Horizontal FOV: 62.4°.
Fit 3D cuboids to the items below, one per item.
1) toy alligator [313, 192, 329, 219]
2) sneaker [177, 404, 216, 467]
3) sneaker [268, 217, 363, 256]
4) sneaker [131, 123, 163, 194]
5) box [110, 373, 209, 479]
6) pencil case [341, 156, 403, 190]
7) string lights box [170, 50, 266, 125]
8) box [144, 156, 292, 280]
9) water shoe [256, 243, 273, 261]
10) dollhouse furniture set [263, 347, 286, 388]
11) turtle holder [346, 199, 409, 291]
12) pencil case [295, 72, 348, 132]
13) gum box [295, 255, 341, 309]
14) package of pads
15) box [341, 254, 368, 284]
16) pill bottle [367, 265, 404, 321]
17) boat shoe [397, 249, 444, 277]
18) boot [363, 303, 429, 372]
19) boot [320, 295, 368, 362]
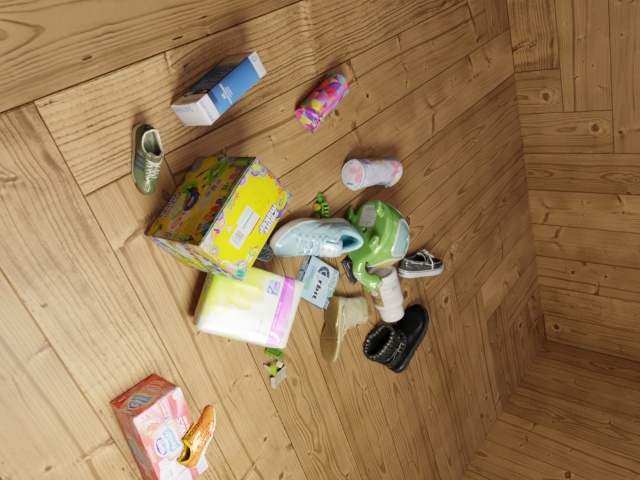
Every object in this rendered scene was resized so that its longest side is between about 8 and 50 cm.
[{"bbox_3d":[0.009,-0.079,1.959,0.056,0.051,0.189,-6,101,-46],"label":"toy alligator"},{"bbox_3d":[-0.342,0.545,1.473,0.067,0.064,0.175,30,70,-36],"label":"sneaker"},{"bbox_3d":[0.000,0.000,1.855,0.366,0.150,0.135,-14,124,-35],"label":"sneaker"},{"bbox_3d":[-0.457,-0.214,1.410,0.064,0.086,0.192,-13,106,-45],"label":"sneaker"},{"bbox_3d":[-0.454,0.557,1.505,0.154,0.142,0.299,-33,119,-39],"label":"box"},{"bbox_3d":[0.206,-0.268,2.095,0.273,0.113,0.124,-11,124,-46],"label":"pencil case"},{"bbox_3d":[-0.290,-0.437,1.517,0.259,0.133,0.076,-52,131,-27],"label":"string lights box"},{"bbox_3d":[-0.284,-0.072,1.479,0.177,0.279,0.290,47,64,-41],"label":"box"},{"bbox_3d":[-0.253,0.021,1.686,0.203,0.080,0.072,25,73,-21],"label":"water shoe"},{"bbox_3d":[-0.165,0.449,1.884,0.076,0.059,0.151,-41,144,-44],"label":"dollhouse furniture set"},{"bbox_3d":[0.229,0.013,2.039,0.227,0.243,0.320,24,48,-36],"label":"turtle holder"},{"bbox_3d":[0.011,-0.487,1.859,0.236,0.104,0.104,-55,131,-26],"label":"pencil case"},{"bbox_3d":[-0.015,0.158,1.982,0.184,0.041,0.156,33,72,-44],"label":"gum box"},{"bbox_3d":[-0.219,0.194,1.612,0.297,0.101,0.229,19,84,-22],"label":"package of pads"},{"bbox_3d":[0.155,0.086,2.162,0.162,0.029,0.116,-46,127,-31],"label":"box"},{"bbox_3d":[0.281,0.226,2.244,0.131,0.131,0.229,-39,123,-36],"label":"pill bottle"},{"bbox_3d":[0.473,0.097,2.443,0.306,0.113,0.104,-4,114,-37],"label":"boat shoe"},{"bbox_3d":[0.341,0.404,2.340,0.260,0.131,0.347,41,68,-43],"label":"boot"},{"bbox_3d":[0.099,0.346,2.102,0.203,0.095,0.261,4,89,-48],"label":"boot"}]
